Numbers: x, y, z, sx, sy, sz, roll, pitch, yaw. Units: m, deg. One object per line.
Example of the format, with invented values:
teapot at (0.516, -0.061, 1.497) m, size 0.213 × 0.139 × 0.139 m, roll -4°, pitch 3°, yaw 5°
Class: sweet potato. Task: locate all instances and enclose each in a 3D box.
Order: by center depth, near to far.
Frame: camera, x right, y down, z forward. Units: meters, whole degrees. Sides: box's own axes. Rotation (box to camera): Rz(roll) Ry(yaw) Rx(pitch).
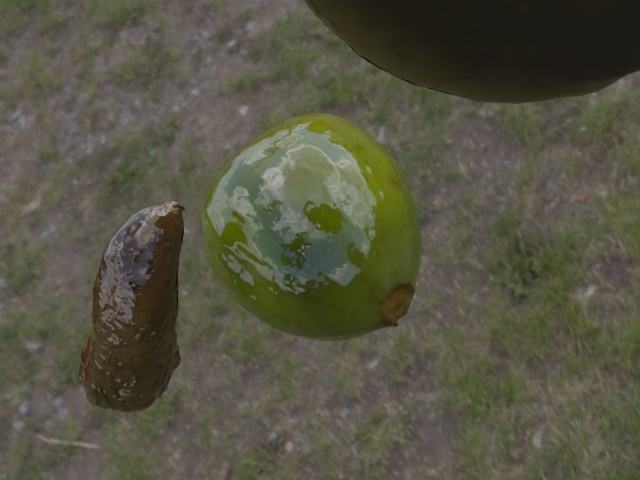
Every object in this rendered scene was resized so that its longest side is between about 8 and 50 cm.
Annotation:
sweet potato at (-0.179, 0.101, 0.954) m, size 0.092 × 0.341 × 0.114 m, roll 4°, pitch 55°, yaw -17°

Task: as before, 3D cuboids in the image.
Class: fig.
fig at (-0.001, -0.011, 1.486) m, size 0.343 × 0.343 × 0.343 m, roll -13°, pitch 55°, yaw 19°

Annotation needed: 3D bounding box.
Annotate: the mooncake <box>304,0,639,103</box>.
mooncake at (0.127, -0.294, 0.614) m, size 0.393 × 0.394 × 0.246 m, roll -35°, pitch 40°, yaw 14°
